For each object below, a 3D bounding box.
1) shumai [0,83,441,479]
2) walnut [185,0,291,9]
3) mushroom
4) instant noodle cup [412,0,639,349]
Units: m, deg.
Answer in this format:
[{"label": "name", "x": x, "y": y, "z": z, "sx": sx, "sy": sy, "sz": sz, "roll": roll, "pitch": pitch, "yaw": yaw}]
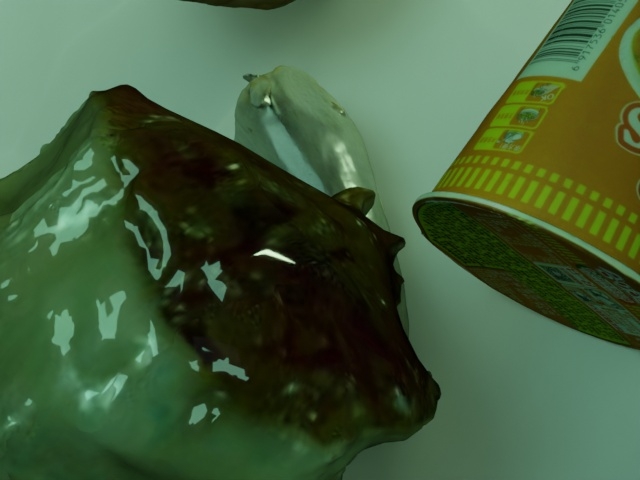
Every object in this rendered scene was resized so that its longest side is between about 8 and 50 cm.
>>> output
[{"label": "shumai", "x": -0.103, "y": 0.090, "z": 0.608, "sx": 0.397, "sy": 0.324, "sz": 0.323, "roll": 49, "pitch": 113, "yaw": 34}, {"label": "walnut", "x": -0.073, "y": -0.332, "z": 0.849, "sx": 0.306, "sy": 0.306, "sz": 0.344, "roll": -53, "pitch": 50, "yaw": 5}, {"label": "mushroom", "x": 0.002, "y": -0.002, "z": 0.749, "sx": 0.096, "sy": 0.099, "sz": 0.278, "roll": -21, "pitch": 65, "yaw": 4}, {"label": "instant noodle cup", "x": 0.164, "y": -0.057, "z": 0.622, "sx": 0.168, "sy": 0.168, "sz": 0.185, "roll": 20, "pitch": 74, "yaw": 42}]
